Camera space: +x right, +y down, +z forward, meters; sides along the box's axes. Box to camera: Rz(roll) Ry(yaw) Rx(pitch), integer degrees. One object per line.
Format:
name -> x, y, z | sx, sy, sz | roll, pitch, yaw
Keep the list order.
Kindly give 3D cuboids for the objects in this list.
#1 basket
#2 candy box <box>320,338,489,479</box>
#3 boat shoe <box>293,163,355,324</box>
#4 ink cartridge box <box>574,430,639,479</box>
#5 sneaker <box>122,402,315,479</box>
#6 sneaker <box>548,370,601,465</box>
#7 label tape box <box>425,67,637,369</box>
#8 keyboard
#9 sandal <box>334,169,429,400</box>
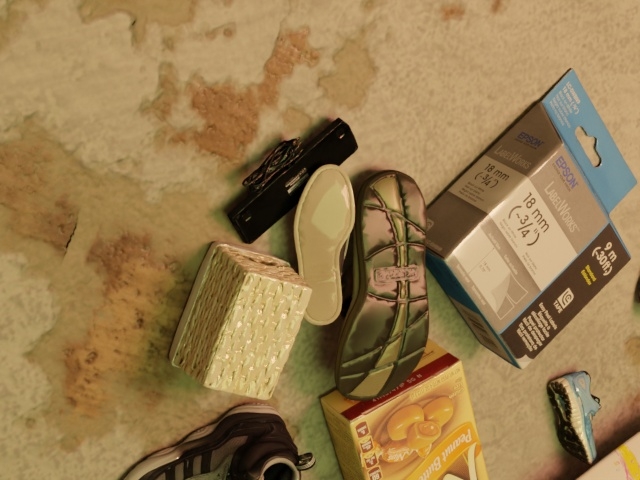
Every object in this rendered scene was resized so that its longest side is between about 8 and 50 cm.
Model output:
basket -> -0.095, 0.102, 1.710 | 0.113, 0.103, 0.167 | 16, 101, -34
candy box -> 0.129, 0.315, 1.938 | 0.183, 0.087, 0.316 | -27, 120, -19
boat shoe -> 0.000, 0.000, 1.761 | 0.075, 0.065, 0.206 | 2, 106, -6
ink cartridge box -> 0.509, 0.396, 2.111 | 0.353, 0.207, 0.119 | -34, 162, -15
sneaker -> -0.134, 0.312, 1.738 | 0.268, 0.153, 0.101 | -33, 122, -16
sneaker -> 0.395, 0.264, 2.095 | 0.073, 0.063, 0.162 | -29, 121, -23
label tape box -> 0.306, -0.029, 1.901 | 0.334, 0.106, 0.240 | -44, 125, -9
keyboard -> -0.041, -0.086, 1.722 | 0.192, 0.038, 0.100 | -42, 148, -12
sandal -> 0.077, 0.058, 1.812 | 0.120, 0.086, 0.302 | 4, 96, -23
